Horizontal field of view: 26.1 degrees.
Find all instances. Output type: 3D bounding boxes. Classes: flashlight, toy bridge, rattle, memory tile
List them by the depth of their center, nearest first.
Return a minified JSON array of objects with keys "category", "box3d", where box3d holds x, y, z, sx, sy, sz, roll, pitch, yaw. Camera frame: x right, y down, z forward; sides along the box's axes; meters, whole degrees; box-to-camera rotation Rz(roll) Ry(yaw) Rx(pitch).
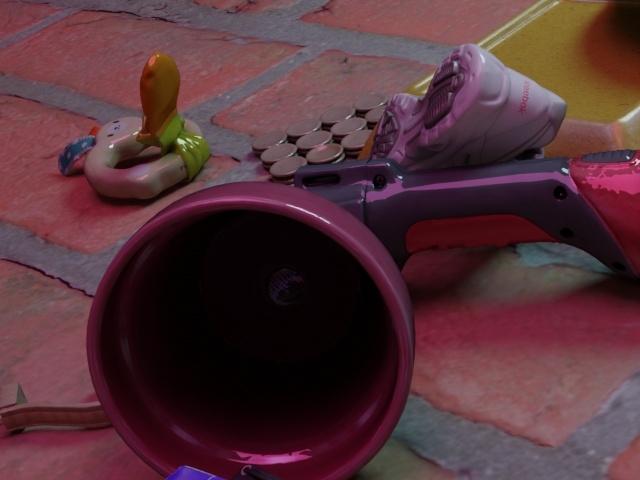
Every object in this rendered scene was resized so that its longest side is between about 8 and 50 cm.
[{"category":"flashlight","box3d":[0.135,-0.009,1.000,0.304,0.103,0.103,-6,60,19]},{"category":"toy bridge","box3d":[-0.153,0.110,1.029,0.188,0.026,0.063,-17,29,0]},{"category":"memory tile","box3d":[0.011,-0.100,1.339,0.148,0.012,0.113,-21,28,-9]},{"category":"rattle","box3d":[-0.211,-0.124,1.381,0.130,0.142,0.200,-46,41,-13]}]

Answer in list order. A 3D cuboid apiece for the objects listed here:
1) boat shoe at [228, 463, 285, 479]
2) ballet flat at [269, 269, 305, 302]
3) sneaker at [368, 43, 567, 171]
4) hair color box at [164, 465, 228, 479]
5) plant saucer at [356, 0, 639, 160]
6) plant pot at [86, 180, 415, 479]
[{"category":"boat shoe","box3d":[0.018,0.171,0.760,0.229,0.080,0.076,4,48,48]},{"category":"ballet flat","box3d":[0.000,0.000,1.105,0.188,0.070,0.070,-27,29,-19]},{"category":"sneaker","box3d":[0.112,-0.071,1.083,0.232,0.115,0.090,154,134,-68]},{"category":"hair color box","box3d":[0.053,0.223,0.531,0.339,0.185,0.110,11,37,42]},{"category":"plant saucer","box3d":[0.236,-0.133,1.203,0.333,0.081,0.333,-35,33,-33]},{"category":"plant pot","box3d":[-0.037,0.050,0.918,0.201,0.201,0.180,-13,12,8]}]
